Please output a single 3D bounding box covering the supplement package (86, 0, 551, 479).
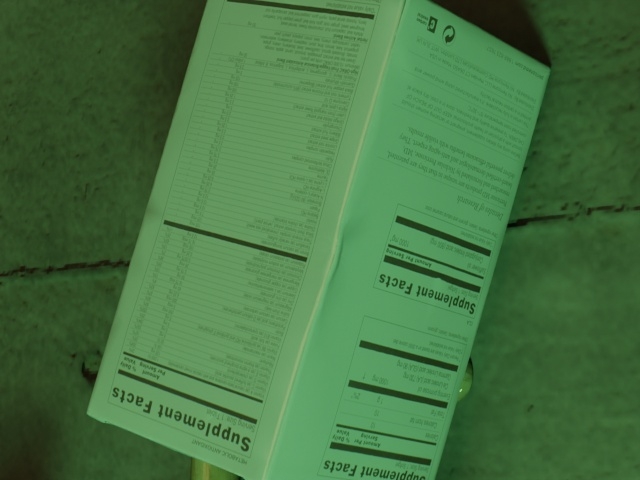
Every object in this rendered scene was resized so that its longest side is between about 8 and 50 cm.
[{"bbox_3d":[0.000,0.000,0.826,0.139,0.134,0.244,15,88,41],"label":"supplement package"}]

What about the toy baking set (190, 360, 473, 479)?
[{"bbox_3d":[-0.004,0.127,0.901,0.197,0.030,0.256,3,85,43],"label":"toy baking set"}]
